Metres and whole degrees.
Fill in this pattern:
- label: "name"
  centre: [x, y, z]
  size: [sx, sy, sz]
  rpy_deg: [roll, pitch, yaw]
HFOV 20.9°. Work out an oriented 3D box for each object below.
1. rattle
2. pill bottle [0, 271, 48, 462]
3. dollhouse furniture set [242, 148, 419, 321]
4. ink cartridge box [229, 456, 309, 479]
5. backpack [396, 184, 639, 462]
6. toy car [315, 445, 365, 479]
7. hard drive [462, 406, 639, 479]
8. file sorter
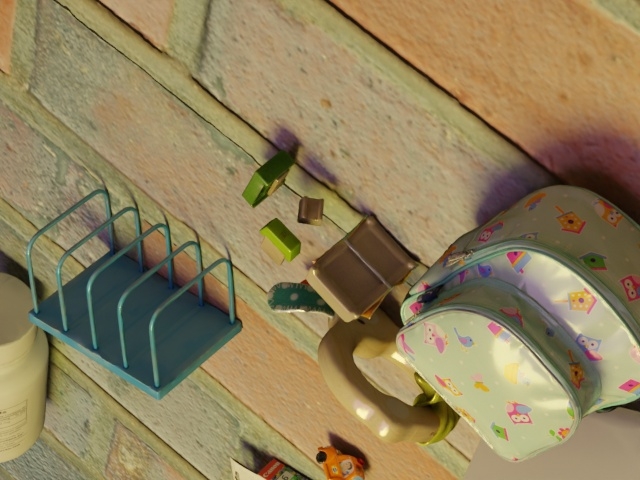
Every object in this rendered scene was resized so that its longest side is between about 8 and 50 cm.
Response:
- label: "rattle"
  centre: [0.055, 0.060, 1.421]
  size: [0.199, 0.130, 0.142]
  rpy_deg: [59, 145, 34]
- label: "pill bottle"
  centre: [-0.369, 0.140, 1.931]
  size: [0.131, 0.131, 0.229]
  rpy_deg: [37, 146, 16]
- label: "dollhouse furniture set"
  centre: [0.000, 0.000, 1.422]
  size: [0.151, 0.076, 0.058]
  rpy_deg: [46, 160, 5]
- label: "ink cartridge box"
  centre: [-0.039, 0.258, 1.768]
  size: [0.115, 0.029, 0.063]
  rpy_deg: [28, 143, 29]
- label: "backpack"
  centre: [0.159, 0.058, 1.229]
  size: [0.166, 0.144, 0.188]
  rpy_deg: [48, 137, -4]
- label: "toy car"
  centre: [0.040, 0.243, 1.673]
  size: [0.041, 0.060, 0.122]
  rpy_deg: [-25, 131, 12]
- label: "hard drive"
  centre: [0.231, 0.232, 1.272]
  size: [0.319, 0.210, 0.040]
  rpy_deg: [11, 159, 43]
- label: "file sorter"
  centre: [-0.177, 0.044, 1.625]
  size: [0.170, 0.118, 0.104]
  rpy_deg: [28, 140, 27]
